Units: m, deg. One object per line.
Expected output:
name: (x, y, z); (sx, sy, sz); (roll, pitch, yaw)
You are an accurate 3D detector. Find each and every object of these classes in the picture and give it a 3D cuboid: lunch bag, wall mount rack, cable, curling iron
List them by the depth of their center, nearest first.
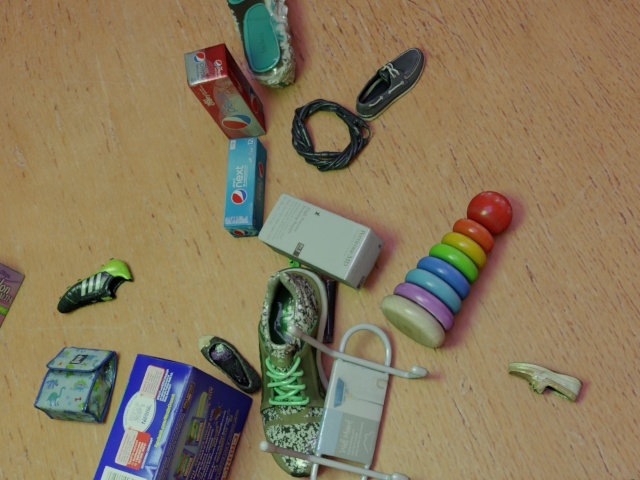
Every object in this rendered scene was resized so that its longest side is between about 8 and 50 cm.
wall mount rack: (0.036, 0.300, 1.471); (0.304, 0.130, 0.350); (19, 72, -19)
curling iron: (0.030, 0.074, 1.670); (0.068, 0.035, 0.274); (3, 71, 16)
lunch bag: (-0.506, 0.295, 1.702); (0.128, 0.096, 0.151); (2, 56, 18)
cable: (0.010, -0.234, 1.792); (0.184, 0.047, 0.150); (38, 88, 21)

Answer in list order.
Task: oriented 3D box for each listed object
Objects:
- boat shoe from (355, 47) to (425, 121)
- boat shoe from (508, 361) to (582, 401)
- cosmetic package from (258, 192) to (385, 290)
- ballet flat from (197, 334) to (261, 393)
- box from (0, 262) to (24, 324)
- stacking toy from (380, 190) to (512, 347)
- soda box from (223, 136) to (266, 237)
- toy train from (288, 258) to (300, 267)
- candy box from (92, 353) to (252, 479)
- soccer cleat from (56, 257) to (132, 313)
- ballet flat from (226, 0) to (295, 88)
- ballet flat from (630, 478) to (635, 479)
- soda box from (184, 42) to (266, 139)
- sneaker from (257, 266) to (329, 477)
boat shoe: (0.153, -0.351, 1.780); (0.075, 0.065, 0.206); (40, 84, 24)
boat shoe: (0.409, 0.260, 1.493); (0.135, 0.050, 0.045); (14, 69, 19)
cosmetic package: (0.000, 0.000, 1.643); (0.231, 0.085, 0.117); (22, 80, 33)
ballet flat: (-0.186, 0.246, 1.655); (0.173, 0.049, 0.057); (36, 81, 23)
box: (-0.830, 0.141, 1.827); (0.213, 0.117, 0.243); (16, 76, 20)
stacking toy: (0.264, 0.043, 1.583); (0.141, 0.141, 0.330); (32, 74, 23)
soda box: (-0.163, -0.116, 1.772); (0.067, 0.071, 0.210); (-3, 69, 14)
toy train: (-0.053, 0.061, 1.708); (0.023, 0.017, 0.083); (-8, 68, 1)
candy box: (-0.262, 0.375, 1.480); (0.122, 0.317, 0.268); (11, 72, 20)
soccer cleat: (-0.496, 0.112, 1.783); (0.179, 0.060, 0.072); (-36, 67, -4)
ballet flat: (-0.136, -0.530, 1.885); (0.147, 0.147, 0.409); (-12, 74, 10)
ballet flat: (0.467, 0.529, 1.362); (0.096, 0.095, 0.280); (43, 95, 14)
soda box: (-0.199, -0.311, 1.749); (0.092, 0.263, 0.083); (-12, 69, 10)
sneaker: (-0.069, 0.240, 1.544); (0.158, 0.182, 0.410); (-8, 76, 15)
